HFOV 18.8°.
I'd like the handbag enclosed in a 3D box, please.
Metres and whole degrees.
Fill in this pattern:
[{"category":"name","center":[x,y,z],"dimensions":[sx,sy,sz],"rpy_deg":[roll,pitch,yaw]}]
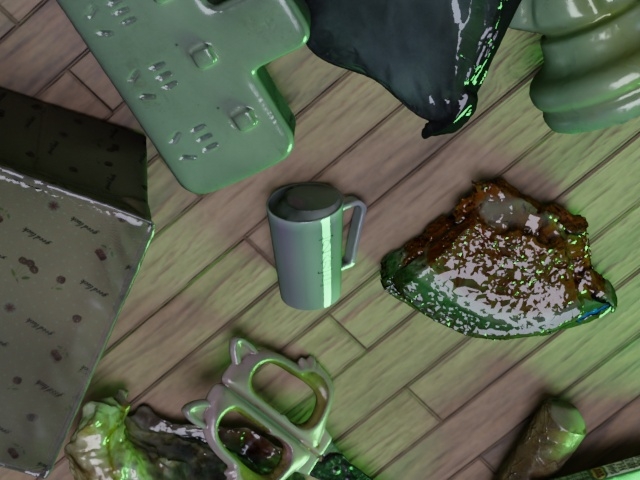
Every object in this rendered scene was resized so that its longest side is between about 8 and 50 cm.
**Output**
[{"category":"handbag","center":[0.101,-0.265,1.719],"dimensions":[0.192,0.075,0.332],"rpy_deg":[31,117,19]}]

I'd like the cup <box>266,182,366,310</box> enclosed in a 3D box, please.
[{"category":"cup","center":[0.000,0.000,1.902],"dimensions":[0.104,0.074,0.116],"rpy_deg":[-23,127,-26]}]

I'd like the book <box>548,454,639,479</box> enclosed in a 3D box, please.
[{"category":"book","center":[0.354,0.313,2.091],"dimensions":[0.264,0.027,0.202],"rpy_deg":[-14,125,-12]}]

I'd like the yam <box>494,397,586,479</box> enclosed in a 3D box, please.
[{"category":"yam","center":[0.203,0.296,2.080],"dimensions":[0.066,0.066,0.299],"rpy_deg":[16,116,-14]}]

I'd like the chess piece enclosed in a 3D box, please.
[{"category":"chess piece","center":[0.225,-0.258,1.751],"dimensions":[0.176,0.176,0.298],"rpy_deg":[-24,105,7]}]

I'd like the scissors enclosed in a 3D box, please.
[{"category":"scissors","center":[-0.004,0.225,2.007],"dimensions":[0.317,0.024,0.160],"rpy_deg":[41,76,-26]}]

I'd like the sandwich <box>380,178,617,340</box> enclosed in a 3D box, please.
[{"category":"sandwich","center":[0.193,0.035,1.928],"dimensions":[0.235,0.079,0.159],"rpy_deg":[22,114,-17]}]

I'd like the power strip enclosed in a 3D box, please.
[{"category":"power strip","center":[-0.103,-0.181,1.774],"dimensions":[0.194,0.059,0.265],"rpy_deg":[-24,118,18]}]

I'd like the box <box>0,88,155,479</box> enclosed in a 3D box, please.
[{"category":"box","center":[-0.310,0.029,1.810],"dimensions":[0.225,0.190,0.297],"rpy_deg":[18,113,-15]}]

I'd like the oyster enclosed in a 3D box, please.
[{"category":"oyster","center":[-0.132,0.278,2.016],"dimensions":[0.271,0.100,0.275],"rpy_deg":[-7,115,-19]}]
